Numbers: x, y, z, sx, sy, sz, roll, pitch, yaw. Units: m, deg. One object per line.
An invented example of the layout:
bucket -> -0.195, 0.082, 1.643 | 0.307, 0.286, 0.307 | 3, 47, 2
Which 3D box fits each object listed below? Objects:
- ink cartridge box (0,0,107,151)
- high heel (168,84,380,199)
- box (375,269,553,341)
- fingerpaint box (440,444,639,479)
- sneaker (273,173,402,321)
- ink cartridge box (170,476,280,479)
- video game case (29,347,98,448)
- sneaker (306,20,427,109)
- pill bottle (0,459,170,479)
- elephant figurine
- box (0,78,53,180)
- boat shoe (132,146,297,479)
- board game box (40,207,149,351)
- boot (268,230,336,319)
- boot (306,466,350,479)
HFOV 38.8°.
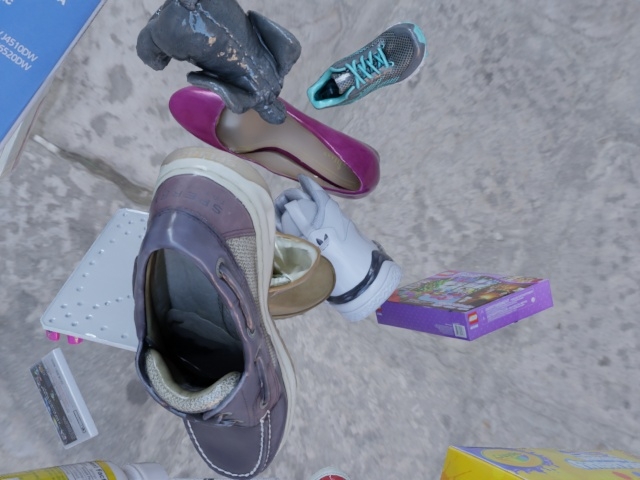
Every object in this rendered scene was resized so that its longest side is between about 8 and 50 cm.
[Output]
ink cartridge box -> -0.303, -0.148, 0.747 | 0.151, 0.270, 0.395 | 38, 69, -20
high heel -> -0.081, -0.166, 1.462 | 0.377, 0.181, 0.127 | 15, 107, 4
box -> 0.261, 0.116, 1.713 | 0.201, 0.293, 0.057 | -18, 100, -29
fingerpaint box -> 0.332, 0.491, 1.280 | 0.444, 0.163, 0.371 | 14, 91, -42
sneaker -> 0.000, 0.000, 1.444 | 0.137, 0.366, 0.210 | -45, 100, -2
ink cartridge box -> -0.220, 0.649, 1.961 | 0.394, 0.285, 0.166 | -7, 45, 26
video game case -> -0.529, 0.327, 1.867 | 0.022, 0.173, 0.190 | -23, 85, -38
sneaker -> 0.050, -0.189, 1.030 | 0.076, 0.166, 0.065 | -35, 95, -45
pill bottle -> -0.261, 0.291, 0.934 | 0.208, 0.119, 0.119 | 1, 89, -37
elephant figurine -> -0.106, -0.242, 1.204 | 0.239, 0.186, 0.169 | 41, 123, -17
box -> -0.650, -0.256, 1.808 | 0.148, 0.127, 0.232 | 27, 110, -8
boat shoe -> -0.076, 0.075, 0.603 | 0.102, 0.092, 0.285 | 15, 133, 14
board game box -> -0.284, 0.100, 1.783 | 0.389, 0.390, 0.050 | 13, 127, 5
boot -> -0.053, 0.045, 1.099 | 0.236, 0.269, 0.089 | -13, 82, -21
boot -> -0.011, 0.540, 1.624 | 0.088, 0.176, 0.244 | 21, 113, -12
